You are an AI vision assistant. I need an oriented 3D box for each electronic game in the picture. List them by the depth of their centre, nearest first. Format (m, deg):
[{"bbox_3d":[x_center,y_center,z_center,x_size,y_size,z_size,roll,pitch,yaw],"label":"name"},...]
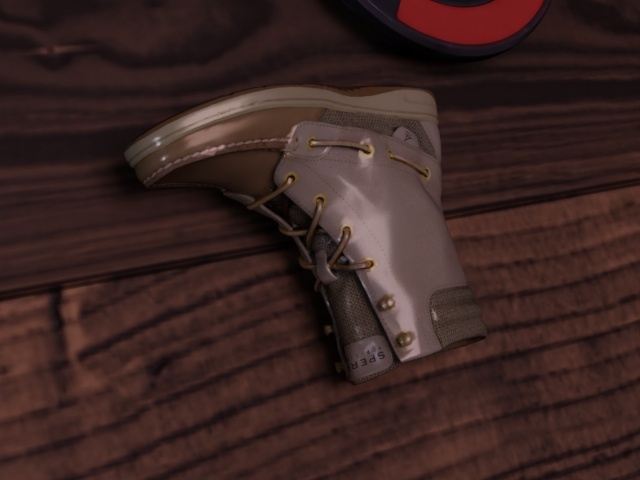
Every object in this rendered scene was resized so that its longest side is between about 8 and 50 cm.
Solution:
[{"bbox_3d":[0.068,-0.225,1.035,0.229,0.048,0.229,14,65,-33],"label":"electronic game"}]

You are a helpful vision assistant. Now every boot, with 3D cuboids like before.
[{"bbox_3d":[0.000,0.000,0.886,0.213,0.077,0.165,-7,80,-41],"label":"boot"}]
